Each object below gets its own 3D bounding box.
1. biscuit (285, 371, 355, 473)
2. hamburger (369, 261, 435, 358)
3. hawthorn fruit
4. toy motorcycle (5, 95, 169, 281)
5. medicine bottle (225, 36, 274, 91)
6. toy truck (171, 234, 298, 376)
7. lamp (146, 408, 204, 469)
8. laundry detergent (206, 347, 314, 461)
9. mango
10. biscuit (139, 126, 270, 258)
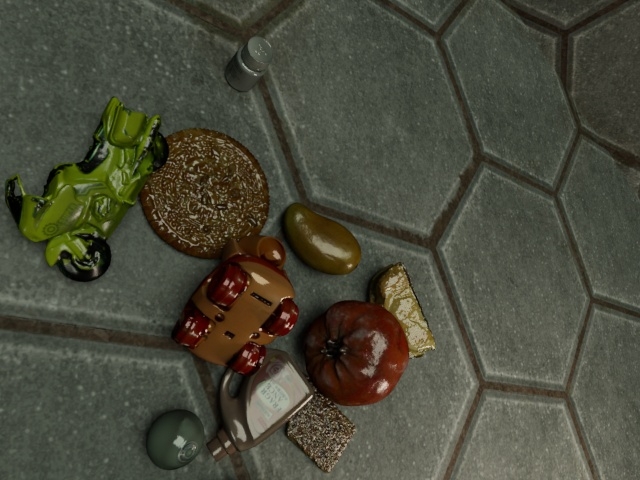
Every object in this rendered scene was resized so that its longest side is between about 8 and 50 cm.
[{"bbox_3d":[-0.020,0.418,1.019,0.237,0.026,0.131,50,57,-15],"label":"biscuit"},{"bbox_3d":[0.202,0.198,1.162,0.131,0.124,0.262,-21,87,-15],"label":"hamburger"},{"bbox_3d":[0.099,0.258,1.024,0.272,0.242,0.241,18,69,-51],"label":"hawthorn fruit"},{"bbox_3d":[-0.428,-0.108,0.808,0.206,0.142,0.342,41,63,-42],"label":"toy motorcycle"},{"bbox_3d":[-0.168,-0.418,1.038,0.080,0.130,0.080,8,75,-32],"label":"medicine bottle"},{"bbox_3d":[-0.167,0.117,0.914,0.189,0.239,0.265,35,105,-23],"label":"toy truck"},{"bbox_3d":[-0.272,0.373,0.822,0.105,0.105,0.105,7,76,-31],"label":"lamp"},{"bbox_3d":[-0.149,0.334,0.926,0.237,0.076,0.171,-31,83,-23],"label":"laundry detergent"},{"bbox_3d":[0.000,0.000,1.080,0.227,0.099,0.136,39,66,-11],"label":"mango"},{"bbox_3d":[-0.246,-0.109,0.978,0.305,0.038,0.305,7,76,-31],"label":"biscuit"}]
